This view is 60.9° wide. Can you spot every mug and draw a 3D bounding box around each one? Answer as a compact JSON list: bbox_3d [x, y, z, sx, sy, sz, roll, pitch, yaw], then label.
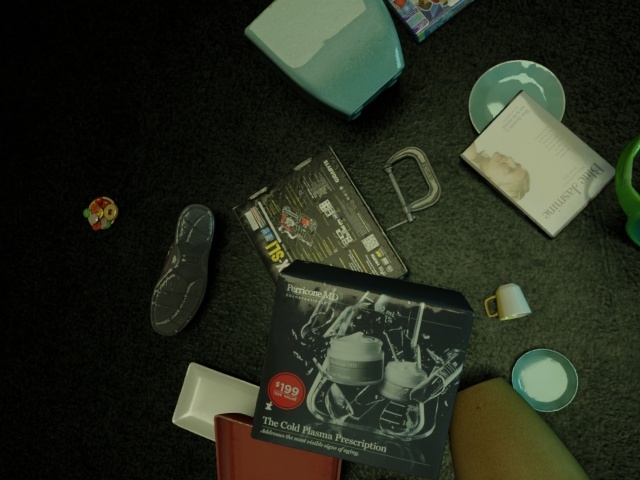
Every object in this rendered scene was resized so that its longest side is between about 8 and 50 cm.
[{"bbox_3d":[0.367,0.121,1.073,0.078,0.062,0.064,-13,73,5],"label":"mug"}]

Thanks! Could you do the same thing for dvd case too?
[{"bbox_3d":[0.431,-0.151,1.087,0.253,0.022,0.180,44,98,7],"label":"dvd case"}]

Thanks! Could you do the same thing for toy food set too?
[{"bbox_3d":[-0.535,-0.066,1.329,0.083,0.020,0.082,41,94,14],"label":"toy food set"}]

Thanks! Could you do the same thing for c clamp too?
[{"bbox_3d":[0.181,-0.116,1.162,0.137,0.022,0.160,-19,80,11],"label":"c clamp"}]

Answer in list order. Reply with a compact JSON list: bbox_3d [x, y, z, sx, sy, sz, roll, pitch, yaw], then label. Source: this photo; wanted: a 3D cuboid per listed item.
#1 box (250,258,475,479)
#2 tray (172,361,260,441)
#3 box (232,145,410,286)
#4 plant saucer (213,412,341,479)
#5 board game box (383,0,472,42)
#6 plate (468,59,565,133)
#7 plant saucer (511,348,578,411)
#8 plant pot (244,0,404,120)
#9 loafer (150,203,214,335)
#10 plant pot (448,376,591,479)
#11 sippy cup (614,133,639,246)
[{"bbox_3d":[0.074,0.226,1.018,0.344,0.179,0.312,10,96,5],"label":"box"},{"bbox_3d":[-0.184,0.375,1.192,0.271,0.030,0.145,16,89,15],"label":"tray"},{"bbox_3d":[0.000,0.000,1.165,0.257,0.079,0.321,-33,78,10],"label":"box"},{"bbox_3d":[-0.083,0.459,1.095,0.259,0.047,0.258,12,122,14],"label":"plant saucer"},{"bbox_3d":[0.254,-0.548,1.185,0.201,0.035,0.136,-36,77,8],"label":"board game box"},{"bbox_3d":[0.403,-0.279,1.126,0.188,0.024,0.188,-2,83,13],"label":"plate"},{"bbox_3d":[0.434,0.270,1.059,0.120,0.021,0.119,-1,84,14],"label":"plant saucer"},{"bbox_3d":[0.035,-0.390,1.122,0.248,0.247,0.252,-42,93,6],"label":"plant pot"},{"bbox_3d":[-0.307,0.064,1.238,0.109,0.095,0.302,16,92,-15],"label":"loafer"},{"bbox_3d":[0.335,0.388,0.984,0.237,0.237,0.254,-25,64,10],"label":"plant pot"},{"bbox_3d":[0.692,-0.086,0.945,0.240,0.306,0.224,12,72,58],"label":"sippy cup"}]
